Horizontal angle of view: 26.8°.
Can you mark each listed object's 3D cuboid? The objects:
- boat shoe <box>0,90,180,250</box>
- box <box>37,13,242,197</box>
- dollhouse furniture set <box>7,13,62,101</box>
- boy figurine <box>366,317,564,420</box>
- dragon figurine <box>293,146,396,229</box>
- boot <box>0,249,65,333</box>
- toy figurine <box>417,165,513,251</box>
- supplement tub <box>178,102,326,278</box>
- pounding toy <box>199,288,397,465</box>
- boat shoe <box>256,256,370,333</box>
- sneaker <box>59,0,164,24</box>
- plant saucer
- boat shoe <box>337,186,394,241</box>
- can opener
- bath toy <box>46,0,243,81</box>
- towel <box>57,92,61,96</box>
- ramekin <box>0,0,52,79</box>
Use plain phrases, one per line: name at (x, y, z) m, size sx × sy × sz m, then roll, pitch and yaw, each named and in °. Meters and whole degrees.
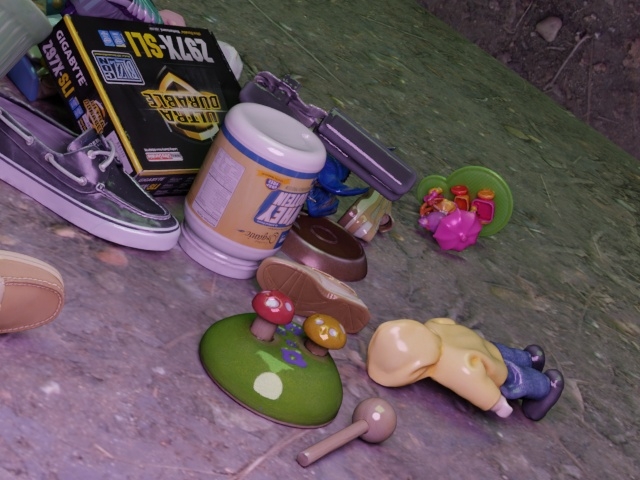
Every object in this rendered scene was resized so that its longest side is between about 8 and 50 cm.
boat shoe at (-0.304, -0.093, 1.714) m, size 0.301 × 0.102 × 0.108 m, roll 30°, pitch 22°, yaw 3°
box at (-0.226, -0.191, 1.936) m, size 0.322 × 0.079 × 0.257 m, roll -6°, pitch 63°, yaw -55°
dollhouse furniture set at (-0.358, -0.384, 2.026) m, size 0.286 × 0.198 × 0.303 m, roll -17°, pitch 53°, yaw -35°
boy figurine at (0.187, 0.168, 1.756) m, size 0.285 × 0.092 × 0.177 m, roll 12°, pitch 27°, yaw -34°
dragon figurine at (0.013, -0.087, 2.001) m, size 0.289 × 0.085 × 0.144 m, roll 2°, pitch 60°, yaw -49°
boot at (-0.332, 0.097, 1.273) m, size 0.262 × 0.095 × 0.203 m, roll 5°, pitch 31°, yaw -42°
toy figurine at (0.220, -0.044, 2.260) m, size 0.173 × 0.130 × 0.159 m, roll 12°, pitch 26°, yaw 19°
supplement tub at (-0.094, -0.064, 1.775) m, size 0.144 × 0.200 × 0.144 m, roll 24°, pitch 23°, yaw -11°
pounding toy at (-0.020, 0.134, 1.551) m, size 0.237 × 0.110 × 0.183 m, roll 41°, pitch 25°, yaw 29°
boat shoe at (-0.013, 0.067, 1.781) m, size 0.170 × 0.063 × 0.059 m, roll 31°, pitch 17°, yaw -21°
sneaker at (-0.306, -0.335, 1.965) m, size 0.083 × 0.098 × 0.223 m, roll 58°, pitch 9°, yaw 13°
plant saucer at (0.000, 0.000, 1.981) m, size 0.168 × 0.029 × 0.168 m, roll 24°, pitch 22°, yaw -10°
boat shoe at (0.087, -0.042, 2.147) m, size 0.072 × 0.068 × 0.190 m, roll 42°, pitch 32°, yaw 1°
can opener at (0.008, -0.145, 1.930) m, size 0.280 × 0.093 × 0.074 m, roll 34°, pitch -17°, yaw -6°
bath toy at (-0.290, -0.343, 2.272) m, size 0.348 × 0.129 × 0.151 m, roll 28°, pitch 66°, yaw 3°
towel at (-0.409, -0.264, 2.067) m, size 0.148 × 0.027 × 0.110 m, roll 37°, pitch 24°, yaw 19°
ramekin at (-0.514, -0.313, 1.745) m, size 0.303 × 0.148 × 0.303 m, roll 36°, pitch -7°, yaw 5°
